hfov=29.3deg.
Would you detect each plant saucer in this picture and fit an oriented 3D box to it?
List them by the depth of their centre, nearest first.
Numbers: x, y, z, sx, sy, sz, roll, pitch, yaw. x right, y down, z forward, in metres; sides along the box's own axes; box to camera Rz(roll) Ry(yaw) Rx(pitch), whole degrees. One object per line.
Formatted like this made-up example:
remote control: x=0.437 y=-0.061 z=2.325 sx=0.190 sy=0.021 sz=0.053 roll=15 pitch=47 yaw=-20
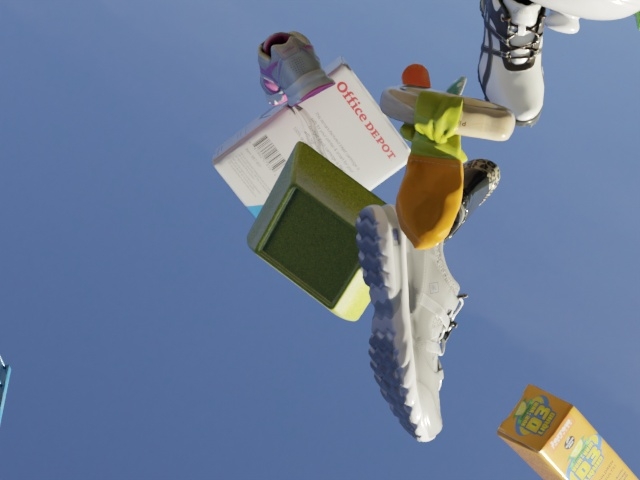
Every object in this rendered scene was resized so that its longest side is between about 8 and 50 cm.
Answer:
plant saucer: x=0.000 y=0.000 z=1.570 sx=0.188 sy=0.188 sz=0.045 roll=37 pitch=-142 yaw=8

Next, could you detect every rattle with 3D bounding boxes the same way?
rattle: x=0.107 y=-0.088 z=1.167 sx=0.130 sy=0.143 sz=0.199 roll=-9 pitch=-165 yaw=-12

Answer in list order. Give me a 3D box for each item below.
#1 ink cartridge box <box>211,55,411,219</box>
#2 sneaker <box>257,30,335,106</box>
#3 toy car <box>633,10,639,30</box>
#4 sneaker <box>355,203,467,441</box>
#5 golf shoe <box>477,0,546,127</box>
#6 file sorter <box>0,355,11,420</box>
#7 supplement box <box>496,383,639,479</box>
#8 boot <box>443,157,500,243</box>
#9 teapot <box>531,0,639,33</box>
ink cartridge box: x=-0.015 y=-0.163 z=2.293 sx=0.223 sy=0.307 sz=0.129 roll=52 pitch=-172 yaw=-14
sneaker: x=-0.051 y=-0.292 z=2.013 sx=0.103 sy=0.111 sz=0.252 roll=-30 pitch=-166 yaw=-11
toy car: x=0.422 y=-0.225 z=1.339 sx=0.225 sy=0.053 sz=0.239 roll=27 pitch=-164 yaw=14
sneaker: x=0.119 y=0.092 z=1.376 sx=0.115 sy=0.281 sz=0.105 roll=-11 pitch=-165 yaw=-17
golf shoe: x=0.219 y=-0.229 z=1.395 sx=0.077 sy=0.198 sz=0.094 roll=-7 pitch=173 yaw=-5
file sorter: x=-0.561 y=0.234 z=1.885 sx=0.118 sy=0.105 sz=0.170 roll=-9 pitch=-139 yaw=5
supplement box: x=0.316 y=0.275 z=1.533 sx=0.080 sy=0.078 sz=0.233 roll=24 pitch=164 yaw=51
boot: x=0.181 y=-0.033 z=1.986 sx=0.085 sy=0.236 sz=0.178 roll=50 pitch=-136 yaw=0
teapot: x=0.246 y=-0.290 z=1.155 sx=0.252 sy=0.187 sz=0.256 roll=11 pitch=-165 yaw=-18
